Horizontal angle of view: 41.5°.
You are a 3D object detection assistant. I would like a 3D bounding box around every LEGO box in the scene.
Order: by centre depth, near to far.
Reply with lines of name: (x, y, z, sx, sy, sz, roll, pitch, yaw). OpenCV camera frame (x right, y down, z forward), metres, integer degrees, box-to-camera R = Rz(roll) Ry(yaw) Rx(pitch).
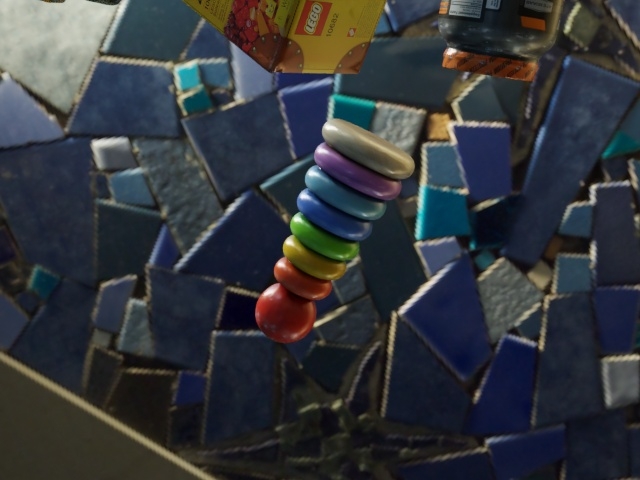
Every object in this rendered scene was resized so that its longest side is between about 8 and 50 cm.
LEGO box: (-0.034, -0.556, 1.267, 0.372, 0.193, 0.500, 43, 125, 33)

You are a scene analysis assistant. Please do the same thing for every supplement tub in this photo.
supplement tub: (0.179, -0.254, 0.808, 0.117, 0.117, 0.190, -133, 49, -67)

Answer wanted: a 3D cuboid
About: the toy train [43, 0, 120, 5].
toy train: (-0.242, -0.361, 0.732, 0.142, 0.190, 0.334, -126, 48, -73)

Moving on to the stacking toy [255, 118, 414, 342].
stacking toy: (0.000, 0.000, 1.205, 0.141, 0.330, 0.141, 26, -168, -6)
